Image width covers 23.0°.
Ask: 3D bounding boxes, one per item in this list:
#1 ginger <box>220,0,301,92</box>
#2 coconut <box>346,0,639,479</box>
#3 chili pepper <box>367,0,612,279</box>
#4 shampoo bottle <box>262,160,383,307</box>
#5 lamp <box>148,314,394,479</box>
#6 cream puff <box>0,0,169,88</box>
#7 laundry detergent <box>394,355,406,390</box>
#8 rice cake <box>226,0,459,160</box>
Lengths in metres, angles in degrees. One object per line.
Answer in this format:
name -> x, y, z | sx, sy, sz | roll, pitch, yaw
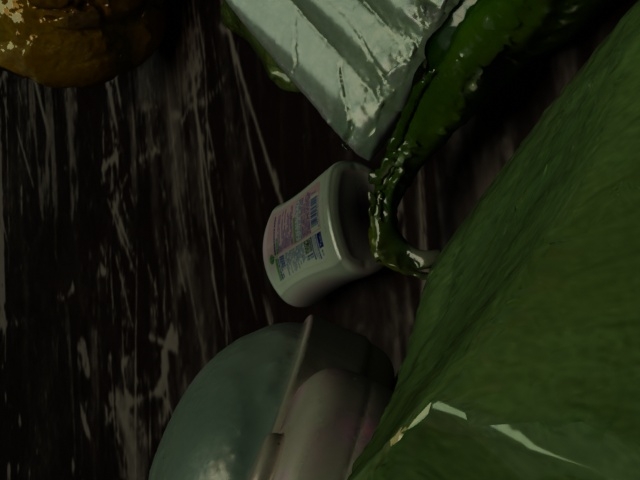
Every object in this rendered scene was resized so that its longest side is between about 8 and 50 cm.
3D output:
ginger -> -0.007, -0.240, 0.986 | 0.137, 0.089, 0.289 | 18, 97, 31
coconut -> 0.149, 0.067, 0.425 | 0.281, 0.328, 0.328 | 27, 109, 57
chili pepper -> 0.114, -0.120, 0.772 | 0.085, 0.076, 0.359 | 43, 133, 11
shampoo bottle -> 0.000, 0.000, 0.978 | 0.099, 0.043, 0.072 | -33, 57, 55
lamp -> -0.027, 0.120, 0.760 | 0.246, 0.108, 0.179 | 149, 138, -77
cream puff -> -0.205, -0.209, 1.224 | 0.189, 0.189, 0.129 | -120, 36, -45
laundry detergent -> 0.066, 0.101, 0.822 | 0.099, 0.070, 0.225 | -90, 22, -57
rice cake -> 0.012, -0.179, 0.902 | 0.198, 0.037, 0.189 | 44, 115, 25
